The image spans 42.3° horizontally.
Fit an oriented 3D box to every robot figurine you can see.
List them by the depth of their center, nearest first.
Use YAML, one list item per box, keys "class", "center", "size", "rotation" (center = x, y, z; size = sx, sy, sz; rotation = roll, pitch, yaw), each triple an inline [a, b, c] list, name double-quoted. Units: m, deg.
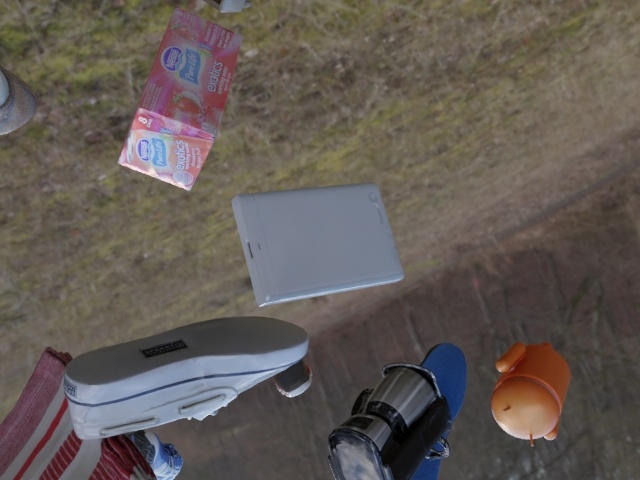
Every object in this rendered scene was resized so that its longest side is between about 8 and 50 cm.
- class: "robot figurine"
  center: [0.389, 0.277, 1.535]
  size: [0.128, 0.158, 0.219]
  rotation: [12, -147, 20]

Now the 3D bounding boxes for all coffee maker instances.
- class: "coffee maker"
  center: [0.109, 0.289, 1.176]
  size: [0.120, 0.171, 0.178]
  rotation: [-33, -175, 46]

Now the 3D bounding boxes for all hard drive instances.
- class: "hard drive"
  center: [0.000, 0.000, 1.540]
  size: [0.307, 0.203, 0.040]
  rotation: [-8, 166, -32]

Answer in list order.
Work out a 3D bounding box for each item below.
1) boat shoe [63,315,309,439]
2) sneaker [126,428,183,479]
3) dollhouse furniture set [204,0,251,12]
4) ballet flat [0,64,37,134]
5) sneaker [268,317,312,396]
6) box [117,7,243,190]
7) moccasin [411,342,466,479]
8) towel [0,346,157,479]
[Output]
- class: "boat shoe"
  center: [-0.136, 0.151, 0.890]
  size: [0.267, 0.088, 0.096]
  rotation: [-12, -153, -31]
- class: "sneaker"
  center: [-0.284, 0.369, 1.417]
  size: [0.081, 0.080, 0.211]
  rotation: [-27, 155, -25]
- class: "dollhouse furniture set"
  center: [-0.193, -0.656, 1.622]
  size: [0.198, 0.286, 0.303]
  rotation: [-31, 153, -57]
- class: "ballet flat"
  center: [-0.441, -0.170, 0.931]
  size: [0.106, 0.107, 0.316]
  rotation: [-36, 171, 37]
- class: "sneaker"
  center: [-0.064, 0.180, 1.298]
  size: [0.061, 0.065, 0.158]
  rotation: [-33, -144, -1]
- class: "box"
  center: [-0.251, -0.262, 1.509]
  size: [0.142, 0.300, 0.154]
  rotation: [21, 138, -15]
- class: "moccasin"
  center: [0.203, 0.375, 1.735]
  size: [0.342, 0.137, 0.117]
  rotation: [-66, -169, -20]
- class: "towel"
  center: [-0.301, 0.281, 0.895]
  size: [0.037, 0.329, 0.237]
  rotation: [34, 88, -39]
